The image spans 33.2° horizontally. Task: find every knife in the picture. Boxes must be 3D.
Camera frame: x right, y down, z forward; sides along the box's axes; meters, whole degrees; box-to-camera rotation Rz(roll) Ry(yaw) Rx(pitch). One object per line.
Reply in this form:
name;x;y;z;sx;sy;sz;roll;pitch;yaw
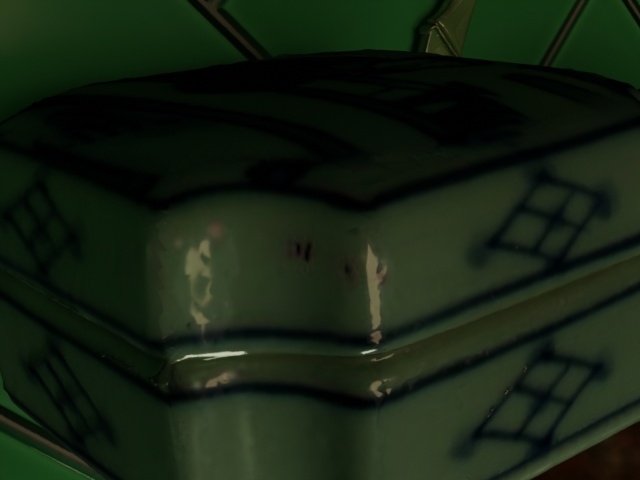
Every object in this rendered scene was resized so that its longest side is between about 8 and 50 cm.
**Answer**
knife;0.084;-0.141;0.709;0.043;0.019;0.293;12;94;-42

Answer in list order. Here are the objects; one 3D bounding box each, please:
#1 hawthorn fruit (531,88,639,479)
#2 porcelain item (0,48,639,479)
hawthorn fruit;0.293;0.084;0.685;0.402;0.402;0.403;-11;107;-37
porcelain item;0.000;0.000;0.504;0.285;0.281;0.157;-16;113;-34
